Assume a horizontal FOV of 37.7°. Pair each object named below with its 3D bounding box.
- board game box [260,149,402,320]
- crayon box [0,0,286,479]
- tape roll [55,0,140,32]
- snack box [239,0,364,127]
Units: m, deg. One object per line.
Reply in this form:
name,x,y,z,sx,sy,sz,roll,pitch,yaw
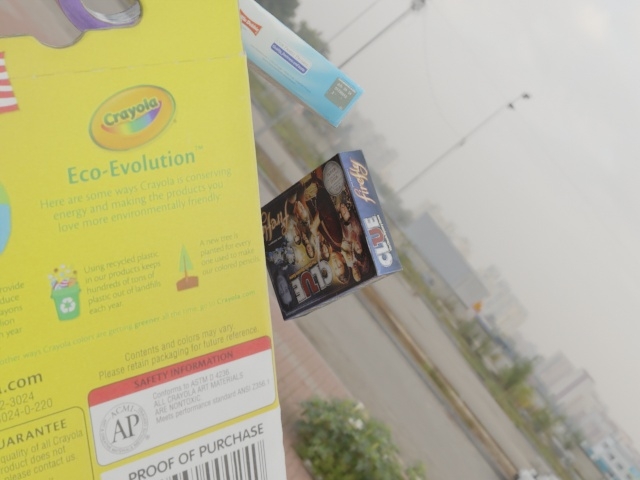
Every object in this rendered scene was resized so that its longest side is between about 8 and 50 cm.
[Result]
board game box,0.000,0.000,1.260,0.243,0.042,0.165,-31,-106,53
crayon box,-0.126,0.022,0.469,0.081,0.202,0.318,13,-69,51
tape roll,-0.332,-0.416,1.493,0.189,0.189,0.080,48,-1,-33
snack box,-0.071,-0.241,1.177,0.187,0.060,0.322,36,5,-20
